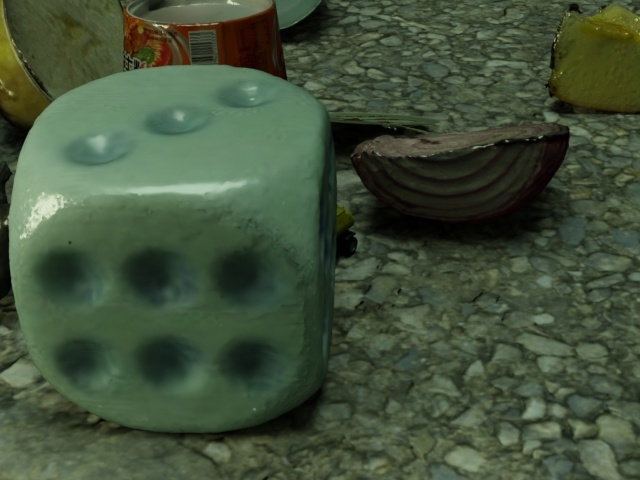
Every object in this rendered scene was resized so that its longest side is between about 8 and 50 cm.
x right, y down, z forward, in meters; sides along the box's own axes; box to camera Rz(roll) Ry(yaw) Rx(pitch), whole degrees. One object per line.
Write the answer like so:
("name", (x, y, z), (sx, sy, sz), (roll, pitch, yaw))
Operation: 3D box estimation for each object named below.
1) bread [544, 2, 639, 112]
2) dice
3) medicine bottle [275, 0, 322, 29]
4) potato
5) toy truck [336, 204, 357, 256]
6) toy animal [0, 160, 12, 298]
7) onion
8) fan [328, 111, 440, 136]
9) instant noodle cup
("bread", (0.386, -0.273, 1.523), (0.160, 0.140, 0.169), (1, 26, -17))
("dice", (-0.123, 0.003, 0.993), (0.268, 0.265, 0.262), (2, 33, 4))
("medicine bottle", (-0.092, -0.510, 1.825), (0.245, 0.245, 0.290), (-1, 24, 1))
("potato", (-0.469, -0.293, 1.573), (0.296, 0.290, 0.397), (-20, 67, 24))
("toy truck", (0.000, 0.000, 1.186), (0.049, 0.054, 0.083), (21, 39, 31))
("toy animal", (-0.342, -0.002, 1.118), (0.233, 0.084, 0.148), (-54, 18, -7))
("onion", (0.175, -0.079, 1.270), (0.250, 0.111, 0.247), (-5, 9, 15))
("fan", (0.088, -0.149, 1.366), (0.191, 0.009, 0.329), (-1, 12, -19))
("instant noodle cup", (-0.150, -0.214, 1.384), (0.250, 0.192, 0.250), (-1, 27, 0))
